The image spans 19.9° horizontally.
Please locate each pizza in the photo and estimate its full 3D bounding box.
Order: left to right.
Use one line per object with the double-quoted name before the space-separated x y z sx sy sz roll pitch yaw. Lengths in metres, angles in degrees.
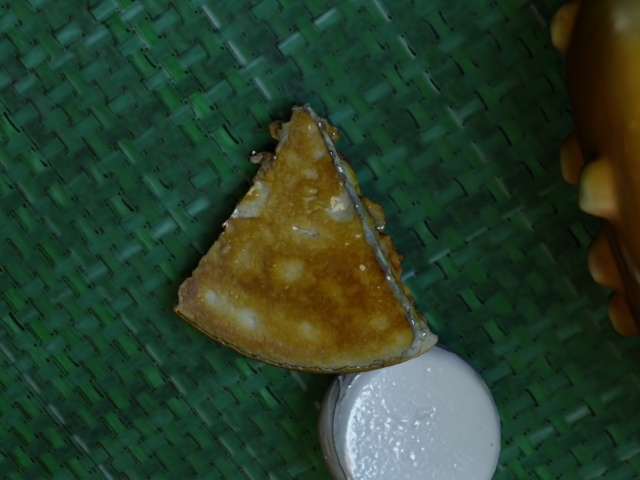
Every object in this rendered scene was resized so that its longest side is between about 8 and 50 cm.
"pizza" 0.000 0.000 1.286 0.201 0.053 0.193 16 104 22

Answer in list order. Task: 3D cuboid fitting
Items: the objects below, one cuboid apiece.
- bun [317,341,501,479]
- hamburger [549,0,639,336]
"bun" 0.058 0.141 1.337 0.138 0.094 0.138 2 83 -18
"hamburger" 0.304 -0.006 1.108 0.277 0.396 0.396 -20 110 9
